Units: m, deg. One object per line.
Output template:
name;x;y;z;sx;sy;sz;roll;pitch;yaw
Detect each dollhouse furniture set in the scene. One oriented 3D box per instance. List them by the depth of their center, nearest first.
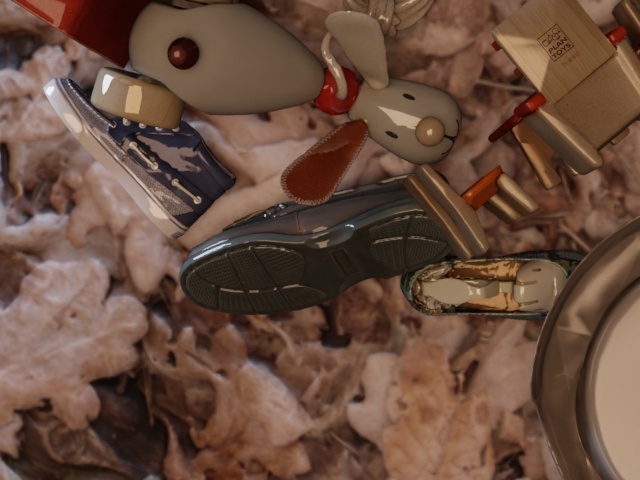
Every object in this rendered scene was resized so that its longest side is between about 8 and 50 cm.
dollhouse furniture set;0.192;-0.123;1.604;0.262;0.259;0.135;-39;90;-7

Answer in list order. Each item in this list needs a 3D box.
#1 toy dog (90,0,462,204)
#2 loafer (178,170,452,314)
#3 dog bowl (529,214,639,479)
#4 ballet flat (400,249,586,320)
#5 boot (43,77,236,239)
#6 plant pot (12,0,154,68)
toy dog;-0.030;-0.144;1.659;0.334;0.161;0.220;-4;105;-9
loafer;0.000;0.000;1.780;0.267;0.084;0.096;-13;127;16
dog bowl;0.356;0.135;1.682;0.349;0.102;0.348;0;88;6
ballet flat;0.165;0.045;1.753;0.188;0.070;0.070;-4;98;11
boot;-0.168;-0.098;1.796;0.086;0.069;0.190;-41;98;7
plant pot;-0.243;-0.332;1.683;0.267;0.267;0.235;32;91;4
